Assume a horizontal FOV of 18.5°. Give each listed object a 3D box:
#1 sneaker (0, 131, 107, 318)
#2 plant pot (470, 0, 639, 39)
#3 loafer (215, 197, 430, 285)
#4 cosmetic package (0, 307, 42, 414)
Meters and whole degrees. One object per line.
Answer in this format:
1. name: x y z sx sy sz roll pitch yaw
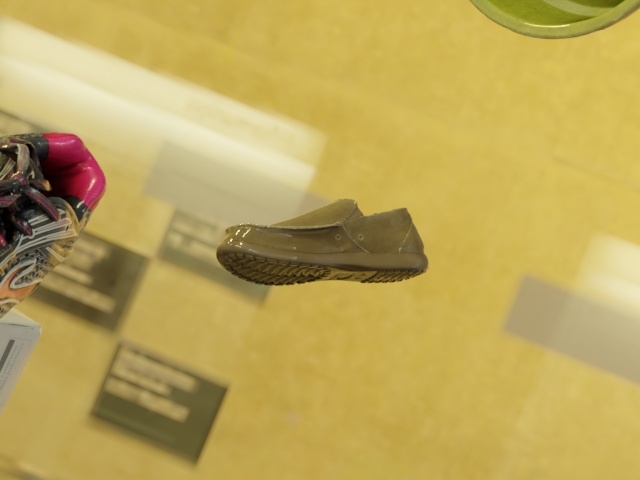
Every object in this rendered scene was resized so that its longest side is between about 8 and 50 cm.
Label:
1. sneaker: -0.207 -0.008 1.123 0.121 0.112 0.299 60 11 -11
2. plant pot: 0.263 -0.285 1.476 0.254 0.276 0.276 -3 14 -41
3. loafer: 0.000 0.000 1.258 0.148 0.050 0.056 4 -18 -30
4. cosmetic package: -0.381 0.066 1.510 0.224 0.138 0.225 29 4 26
